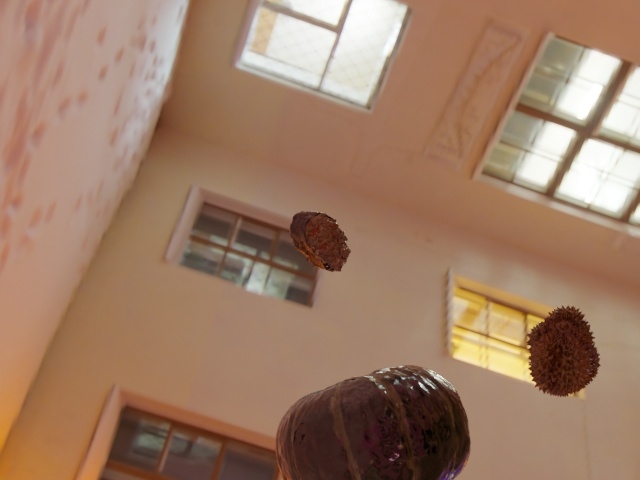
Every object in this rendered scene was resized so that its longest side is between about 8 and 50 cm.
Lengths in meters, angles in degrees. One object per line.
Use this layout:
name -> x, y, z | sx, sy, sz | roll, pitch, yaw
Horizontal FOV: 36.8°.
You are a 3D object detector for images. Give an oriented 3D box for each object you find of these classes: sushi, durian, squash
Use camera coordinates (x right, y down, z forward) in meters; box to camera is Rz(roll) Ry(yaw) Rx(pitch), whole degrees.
sushi -> 0.000, 0.000, 2.031 | 0.090, 0.150, 0.078 | -48, -145, -20
durian -> 0.448, 0.214, 1.779 | 0.158, 0.137, 0.168 | -38, 129, -36
squash -> 0.064, 0.255, 1.233 | 0.252, 0.252, 0.165 | 130, -58, -74
